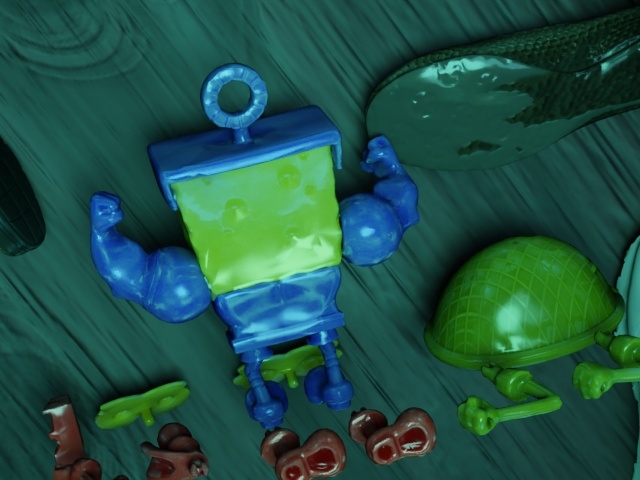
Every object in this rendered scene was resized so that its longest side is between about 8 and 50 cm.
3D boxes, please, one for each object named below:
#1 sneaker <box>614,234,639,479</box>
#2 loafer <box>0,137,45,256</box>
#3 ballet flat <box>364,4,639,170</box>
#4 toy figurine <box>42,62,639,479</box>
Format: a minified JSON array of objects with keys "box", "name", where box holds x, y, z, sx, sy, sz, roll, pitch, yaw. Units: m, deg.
[{"box":[0.246,0.103,0.989,0.090,0.095,0.235,-8,97,-5],"name":"sneaker"},{"box":[-0.235,-0.052,0.925,0.061,0.062,0.170,-38,98,21],"name":"loafer"},{"box":[0.148,-0.106,0.972,0.250,0.058,0.084,-16,121,0],"name":"ballet flat"},{"box":[0.000,0.000,0.883,0.363,0.191,0.217,-15,103,-6],"name":"toy figurine"}]
